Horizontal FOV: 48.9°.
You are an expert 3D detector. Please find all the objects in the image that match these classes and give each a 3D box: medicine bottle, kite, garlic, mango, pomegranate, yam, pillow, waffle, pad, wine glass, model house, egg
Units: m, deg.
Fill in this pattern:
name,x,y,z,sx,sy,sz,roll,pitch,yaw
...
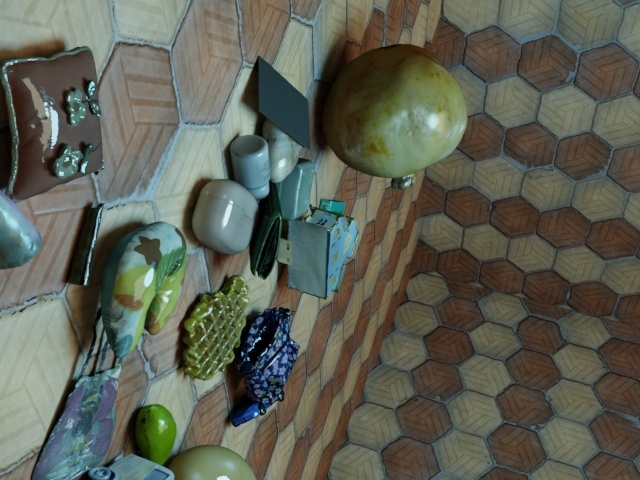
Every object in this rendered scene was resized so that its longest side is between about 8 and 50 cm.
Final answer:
name,x,y,z,sx,sy,sz,roll,pitch,yaw
medicine bottle,-0.147,-0.153,1.503,0.130,0.080,0.080,88,23,-46
kite,-0.377,0.236,1.180,0.204,0.022,0.360,10,94,-73
garlic,-0.089,-0.212,1.593,0.124,0.099,0.174,54,35,-61
mango,-0.321,0.390,1.390,0.091,0.074,0.165,-62,159,-45
pomegranate,0.199,-0.335,1.949,0.411,0.412,0.411,14,90,-73
yam,-0.353,0.004,1.063,0.027,0.033,0.129,15,84,-46
pillow,-0.335,-0.151,0.902,0.171,0.075,0.179,-45,144,-59
waffle,-0.230,0.188,1.556,0.253,0.056,0.248,42,63,-70
pad,-0.078,-0.300,1.556,0.211,0.003,0.142,32,50,-54
wine glass,-0.388,-0.039,0.824,0.155,0.073,0.073,85,25,-48
pillow,-0.294,0.075,1.188,0.233,0.086,0.214,-41,142,-76
model house,0.000,0.000,1.930,0.206,0.178,0.270,-46,144,-48
egg,-0.249,0.548,1.545,0.201,0.201,0.244,-67,148,-27

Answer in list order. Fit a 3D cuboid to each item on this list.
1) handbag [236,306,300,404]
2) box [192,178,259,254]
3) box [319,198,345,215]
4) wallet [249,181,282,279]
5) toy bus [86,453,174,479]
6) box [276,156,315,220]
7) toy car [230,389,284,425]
name,x,y,z,sx,sy,sz,roll,pitch,yaw
handbag,-0.140,0.289,1.807,0.207,0.127,0.228,78,30,-44
box,-0.190,-0.046,1.434,0.200,0.088,0.145,40,64,-73
box,0.019,-0.016,2.220,0.161,0.042,0.226,-6,109,-71
wallet,-0.124,-0.033,1.568,0.236,0.055,0.160,-109,-145,-64
toy bus,-0.379,0.475,1.164,0.342,0.138,0.097,-27,131,-71
box,-0.076,-0.130,1.728,0.124,0.093,0.172,-35,136,-65
toy car,-0.175,0.439,1.894,0.063,0.103,0.216,64,20,5
